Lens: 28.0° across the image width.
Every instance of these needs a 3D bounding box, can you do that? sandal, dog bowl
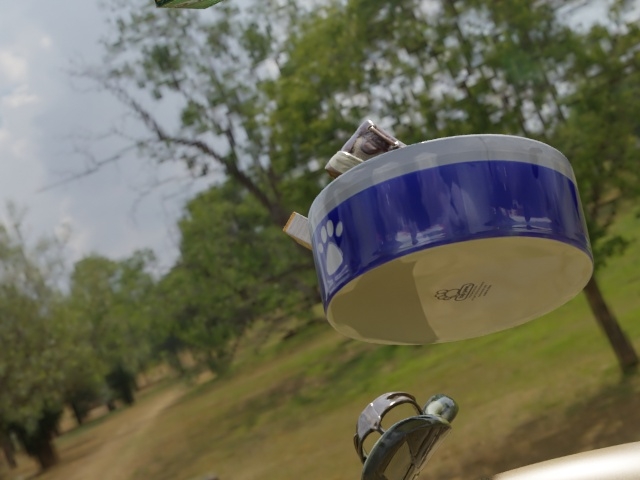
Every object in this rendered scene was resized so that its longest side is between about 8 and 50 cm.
[{"bbox_3d":[0.079,0.211,1.364,0.120,0.086,0.303,-55,-9,5],"label":"sandal"},{"bbox_3d":[0.125,0.007,1.240,0.265,0.104,0.265,-7,-25,-4],"label":"dog bowl"}]

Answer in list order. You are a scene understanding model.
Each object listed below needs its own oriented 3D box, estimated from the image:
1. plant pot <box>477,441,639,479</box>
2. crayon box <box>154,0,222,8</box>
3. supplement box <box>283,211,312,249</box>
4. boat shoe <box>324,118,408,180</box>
[{"bbox_3d":[0.218,0.235,0.866,0.254,0.237,0.237,1,0,12],"label":"plant pot"},{"bbox_3d":[-0.066,-0.355,1.297,0.278,0.165,0.081,-16,-3,38],"label":"crayon box"},{"bbox_3d":[0.000,0.000,1.938,0.036,0.098,0.062,-60,-31,-5],"label":"supplement box"},{"bbox_3d":[0.161,-0.075,1.691,0.123,0.342,0.123,-56,-41,-9],"label":"boat shoe"}]
